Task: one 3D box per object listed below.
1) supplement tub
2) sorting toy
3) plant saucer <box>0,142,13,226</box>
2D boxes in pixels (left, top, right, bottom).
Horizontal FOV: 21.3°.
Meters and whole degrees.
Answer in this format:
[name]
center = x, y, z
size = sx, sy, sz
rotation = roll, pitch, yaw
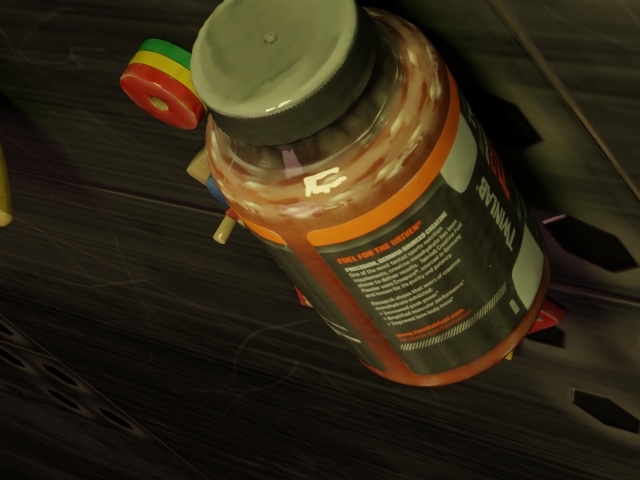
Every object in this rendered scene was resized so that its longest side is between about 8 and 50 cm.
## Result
[supplement tub]
center = 0.020, -0.025, 0.706
size = 0.106, 0.106, 0.198
rotation = 18, 159, 34
[sorting toy]
center = 0.000, 0.000, 0.907
size = 0.274, 0.046, 0.132
rotation = 33, 163, -11
[plant saucer]
center = -0.369, -0.145, 1.019
size = 0.333, 0.081, 0.333
rotation = 14, 160, 42
